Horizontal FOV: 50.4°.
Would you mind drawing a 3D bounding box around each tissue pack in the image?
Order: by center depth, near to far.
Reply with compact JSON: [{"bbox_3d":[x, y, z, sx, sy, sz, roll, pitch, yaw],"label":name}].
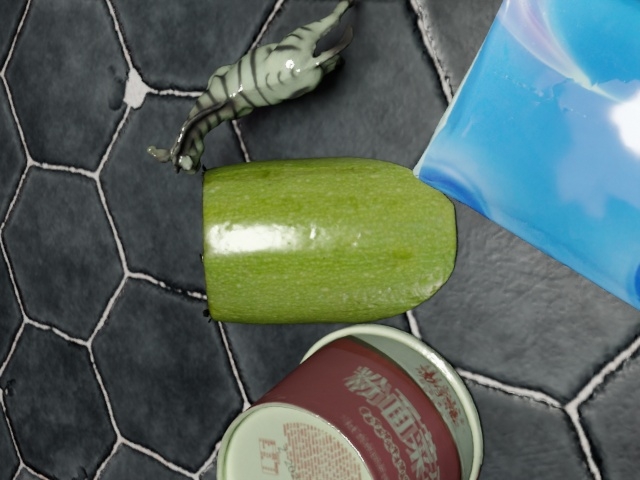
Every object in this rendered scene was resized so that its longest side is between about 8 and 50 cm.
[{"bbox_3d":[0.241,-0.071,0.521,0.263,0.146,0.198,35,113,23],"label":"tissue pack"}]

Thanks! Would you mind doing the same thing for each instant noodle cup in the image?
[{"bbox_3d":[0.023,0.217,0.672,0.234,0.178,0.235,6,101,30],"label":"instant noodle cup"}]

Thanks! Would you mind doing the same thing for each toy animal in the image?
[{"bbox_3d":[-0.062,-0.152,0.679,0.217,0.176,0.073,-22,114,33],"label":"toy animal"}]

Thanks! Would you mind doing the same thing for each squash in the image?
[{"bbox_3d":[0.000,0.000,0.755,0.260,0.189,0.189,-4,95,-3],"label":"squash"}]
